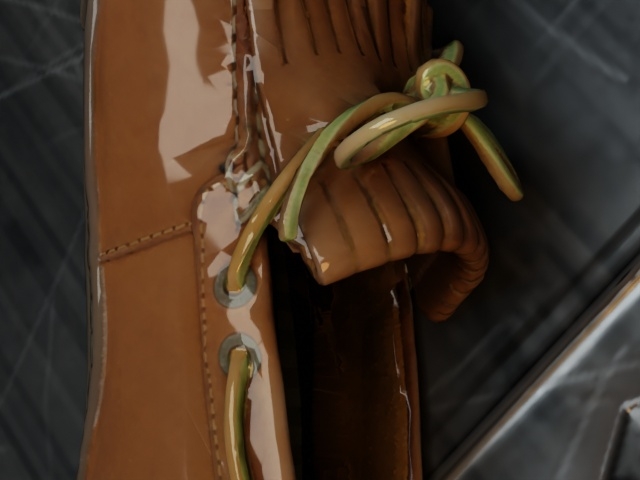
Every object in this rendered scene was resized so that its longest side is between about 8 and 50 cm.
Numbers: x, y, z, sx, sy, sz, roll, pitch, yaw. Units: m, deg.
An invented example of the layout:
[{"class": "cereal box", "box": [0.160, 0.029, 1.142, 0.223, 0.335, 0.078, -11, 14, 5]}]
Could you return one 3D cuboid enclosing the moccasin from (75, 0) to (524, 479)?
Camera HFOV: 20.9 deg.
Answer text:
[{"class": "moccasin", "box": [-0.002, -0.001, 0.552, 0.147, 0.139, 0.380, 0, 77, 30]}]
